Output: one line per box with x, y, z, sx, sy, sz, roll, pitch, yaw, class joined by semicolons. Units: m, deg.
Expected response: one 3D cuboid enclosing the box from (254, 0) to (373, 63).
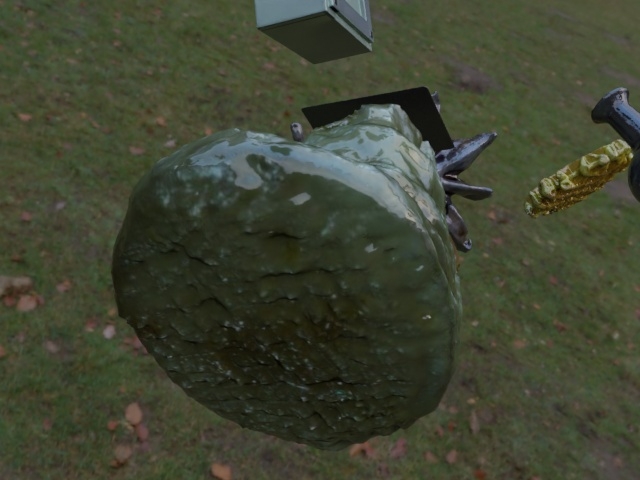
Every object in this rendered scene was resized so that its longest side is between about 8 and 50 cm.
-0.010;-0.424;1.230;0.118;0.224;0.225;-8;-4;21;box

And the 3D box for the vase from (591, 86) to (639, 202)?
0.419;-0.120;0.985;0.120;0.120;0.183;-2;46;-39;vase

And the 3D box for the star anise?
0.158;-0.127;1.392;0.359;0.316;0.139;58;-5;-9;star anise

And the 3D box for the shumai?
0.000;0.000;0.818;0.324;0.397;0.323;4;42;18;shumai

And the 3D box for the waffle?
0.568;-0.130;1.741;0.283;0.309;0.065;-28;73;-6;waffle

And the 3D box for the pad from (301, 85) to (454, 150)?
0.090;-0.176;1.220;0.212;0.143;0.003;-4;54;28;pad

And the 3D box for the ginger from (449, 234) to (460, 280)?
0.061;-0.031;1.113;0.270;0.222;0.200;5;34;25;ginger
